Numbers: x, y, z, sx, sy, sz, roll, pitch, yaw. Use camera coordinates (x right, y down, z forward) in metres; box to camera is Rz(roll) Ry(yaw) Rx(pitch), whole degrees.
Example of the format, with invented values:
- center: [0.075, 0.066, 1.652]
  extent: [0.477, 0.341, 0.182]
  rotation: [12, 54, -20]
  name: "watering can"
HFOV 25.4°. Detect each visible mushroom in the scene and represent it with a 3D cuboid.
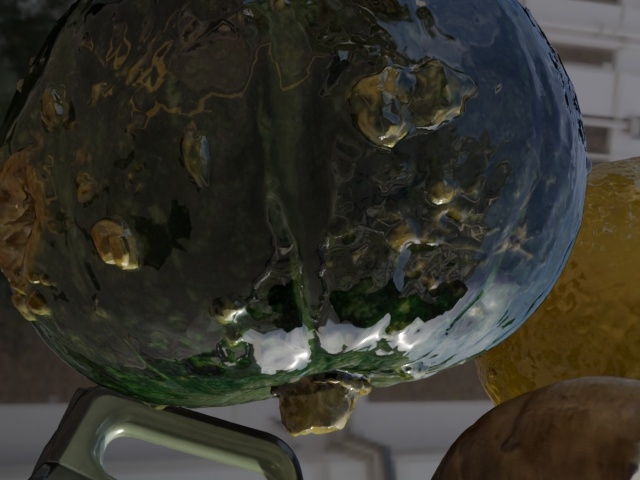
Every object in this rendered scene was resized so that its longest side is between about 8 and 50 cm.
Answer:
- center: [0.134, 0.180, 0.867]
  extent: [0.286, 0.151, 0.156]
  rotation: [82, 31, -43]
  name: "mushroom"

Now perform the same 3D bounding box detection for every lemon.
- center: [0.263, 0.069, 1.204]
  extent: [0.293, 0.293, 0.293]
  rotation: [-9, -100, 62]
  name: "lemon"

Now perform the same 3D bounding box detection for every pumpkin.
- center: [-0.010, -0.016, 0.434]
  extent: [0.190, 0.190, 0.146]
  rotation: [131, -41, -50]
  name: "pumpkin"

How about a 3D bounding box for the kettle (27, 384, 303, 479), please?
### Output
- center: [-0.125, 0.339, 1.332]
  extent: [0.361, 0.376, 0.250]
  rotation: [-63, -178, -21]
  name: "kettle"
